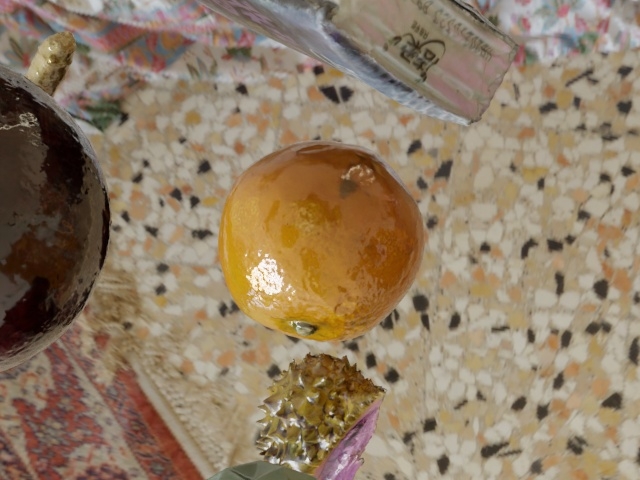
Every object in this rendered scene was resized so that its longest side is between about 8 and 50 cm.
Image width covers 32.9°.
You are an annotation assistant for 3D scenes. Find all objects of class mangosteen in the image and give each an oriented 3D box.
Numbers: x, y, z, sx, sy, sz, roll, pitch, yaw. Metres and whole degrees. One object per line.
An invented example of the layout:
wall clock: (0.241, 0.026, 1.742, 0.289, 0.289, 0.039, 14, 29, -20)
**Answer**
mangosteen: (-0.331, -0.021, 0.925, 0.297, 0.293, 0.297, 1, 96, 7)

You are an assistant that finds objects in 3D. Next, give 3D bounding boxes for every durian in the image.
durian: (-0.036, 0.310, 1.623, 0.191, 0.112, 0.341, 35, 120, 23)

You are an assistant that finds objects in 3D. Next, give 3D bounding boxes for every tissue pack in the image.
tissue pack: (-0.016, -0.242, 1.045, 0.361, 0.259, 0.122, 31, 97, 42)

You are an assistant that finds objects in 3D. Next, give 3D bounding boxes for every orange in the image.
orange: (0.000, 0.000, 1.590, 0.312, 0.312, 0.312, -2, 75, 7)

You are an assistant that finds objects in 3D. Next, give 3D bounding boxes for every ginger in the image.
ginger: (-0.376, -0.126, 1.272, 0.075, 0.089, 0.288, 39, 83, -23)

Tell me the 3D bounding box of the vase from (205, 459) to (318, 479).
vase: (-0.033, 0.306, 1.007, 0.165, 0.360, 0.165, -3, 70, 7)
